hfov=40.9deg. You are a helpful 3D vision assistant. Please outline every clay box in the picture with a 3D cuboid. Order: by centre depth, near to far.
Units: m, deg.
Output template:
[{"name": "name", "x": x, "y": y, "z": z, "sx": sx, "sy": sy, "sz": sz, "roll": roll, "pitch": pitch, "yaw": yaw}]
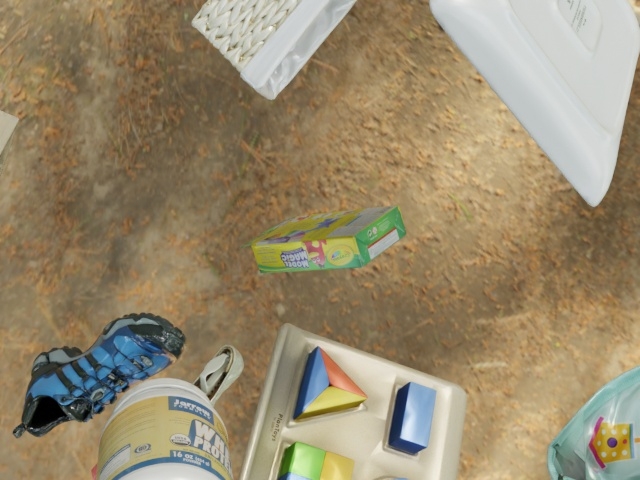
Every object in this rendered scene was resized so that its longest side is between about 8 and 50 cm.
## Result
[{"name": "clay box", "x": 0.000, "y": 0.000, "z": 1.272, "sx": 0.222, "sy": 0.127, "sz": 0.053, "roll": -6, "pitch": 108, "yaw": 40}]

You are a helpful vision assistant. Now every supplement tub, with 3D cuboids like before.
[{"name": "supplement tub", "x": -0.167, "y": 0.251, "z": 0.921, "sx": 0.144, "sy": 0.199, "sz": 0.144, "roll": -4, "pitch": 113, "yaw": -10}]

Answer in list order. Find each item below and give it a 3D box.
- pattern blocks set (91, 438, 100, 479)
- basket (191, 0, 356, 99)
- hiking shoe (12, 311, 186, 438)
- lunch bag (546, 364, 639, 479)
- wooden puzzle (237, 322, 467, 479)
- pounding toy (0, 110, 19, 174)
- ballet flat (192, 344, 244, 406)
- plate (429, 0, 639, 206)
[{"name": "pattern blocks set", "x": -0.239, "y": 0.424, "z": 1.040, "sx": 0.285, "sy": 0.026, "sz": 0.325, "roll": -43, "pitch": 77, "yaw": 9}, {"name": "basket", "x": -0.044, "y": -0.247, "z": 0.904, "sx": 0.103, "sy": 0.113, "sz": 0.167, "roll": 40, "pitch": 97, "yaw": 3}, {"name": "hiking shoe", "x": -0.318, "y": 0.208, "z": 1.260, "sx": 0.304, "sy": 0.132, "sz": 0.113, "roll": -25, "pitch": 127, "yaw": 30}, {"name": "lunch bag", "x": 0.288, "y": 0.179, "z": 0.543, "sx": 0.262, "sy": 0.160, "sz": 0.223, "roll": -20, "pitch": 122, "yaw": 8}, {"name": "wooden puzzle", "x": 0.066, "y": 0.311, "z": 1.269, "sx": 0.348, "sy": 0.322, "sz": 0.080, "roll": 23, "pitch": 148, "yaw": -14}, {"name": "pounding toy", "x": -0.458, "y": -0.108, "z": 1.090, "sx": 0.100, "sy": 0.141, "sz": 0.130, "roll": 23, "pitch": 132, "yaw": -16}, {"name": "ballet flat", "x": -0.172, "y": 0.216, "z": 1.224, "sx": 0.057, "sy": 0.168, "sz": 0.052, "roll": 20, "pitch": 146, "yaw": 26}, {"name": "plate", "x": 0.239, "y": -0.220, "z": 0.853, "sx": 0.278, "sy": 0.277, "sz": 0.045, "roll": 44, "pitch": 142, "yaw": -24}]
